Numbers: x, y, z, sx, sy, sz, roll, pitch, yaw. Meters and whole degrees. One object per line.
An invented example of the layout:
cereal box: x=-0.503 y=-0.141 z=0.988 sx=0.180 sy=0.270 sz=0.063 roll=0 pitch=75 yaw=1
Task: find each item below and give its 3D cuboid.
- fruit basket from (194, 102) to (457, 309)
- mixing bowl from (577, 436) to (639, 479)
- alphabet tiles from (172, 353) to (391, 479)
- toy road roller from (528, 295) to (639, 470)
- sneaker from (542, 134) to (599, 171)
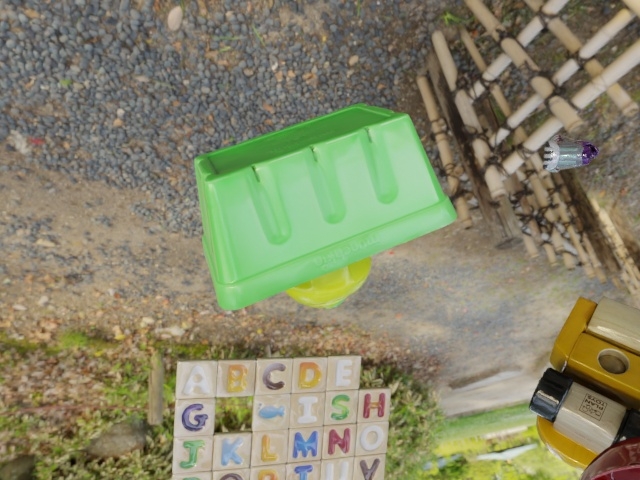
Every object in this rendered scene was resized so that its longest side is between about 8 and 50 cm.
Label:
fruit basket: x=0.000 y=0.000 z=0.757 sx=0.392 sy=0.283 sz=0.392 roll=-7 pitch=113 yaw=-18
mixing bowl: x=0.325 y=0.255 z=0.431 sx=0.181 sy=0.181 sz=0.098 roll=-31 pitch=180 yaw=33
alphabet tiles: x=-0.036 y=0.223 z=0.506 sx=0.237 sy=0.198 sz=0.009 roll=2 pitch=-175 yaw=-16
toy road roller: x=0.565 y=0.303 z=0.946 sx=0.329 sy=0.202 sz=0.240 roll=-48 pitch=144 yaw=-24
sneaker: x=0.545 y=-0.183 z=1.007 sx=0.098 sy=0.083 sz=0.224 roll=7 pitch=-161 yaw=30
